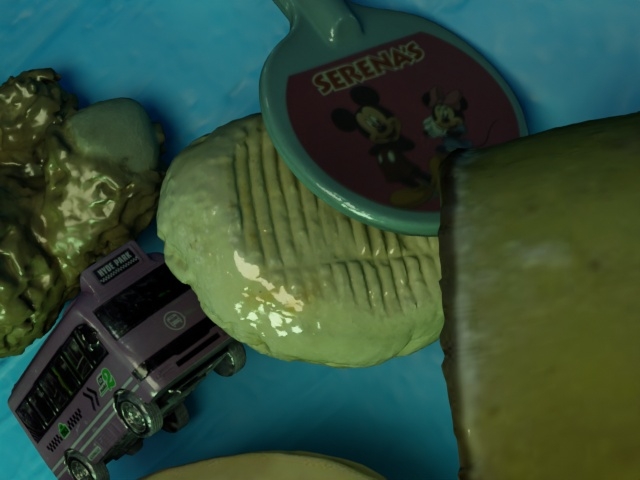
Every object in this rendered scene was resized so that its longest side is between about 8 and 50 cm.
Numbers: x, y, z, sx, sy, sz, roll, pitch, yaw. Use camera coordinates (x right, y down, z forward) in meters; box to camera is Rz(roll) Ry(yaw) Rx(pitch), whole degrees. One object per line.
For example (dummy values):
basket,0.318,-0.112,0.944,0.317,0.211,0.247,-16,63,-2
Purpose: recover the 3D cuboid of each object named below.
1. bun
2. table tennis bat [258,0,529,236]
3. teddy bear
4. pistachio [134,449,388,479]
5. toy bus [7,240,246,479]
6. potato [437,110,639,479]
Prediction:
bun,0.000,0.000,0.896,0.111,0.188,0.164,122,137,-59
table tennis bat,0.020,-0.100,0.889,0.244,0.153,0.040,56,147,23
teddy bear,-0.257,-0.031,0.986,0.267,0.156,0.256,-43,85,-18
pistachio,-0.053,0.228,0.941,0.318,0.193,0.213,-2,96,24
toy bus,-0.124,0.079,0.957,0.098,0.087,0.178,51,143,6
potato,0.245,0.142,0.697,0.320,0.385,0.442,-11,61,17
